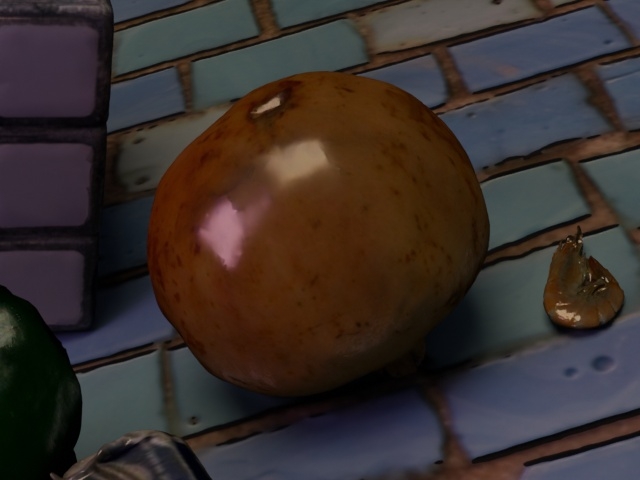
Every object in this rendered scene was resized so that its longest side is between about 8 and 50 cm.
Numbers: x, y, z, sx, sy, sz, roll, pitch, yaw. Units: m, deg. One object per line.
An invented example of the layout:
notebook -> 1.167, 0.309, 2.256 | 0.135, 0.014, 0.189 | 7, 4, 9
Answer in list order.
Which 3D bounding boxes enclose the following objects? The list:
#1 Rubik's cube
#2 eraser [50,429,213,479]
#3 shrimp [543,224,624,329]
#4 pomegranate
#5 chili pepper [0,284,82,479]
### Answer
Rubik's cube -> -0.337, -0.122, 1.130 | 0.303, 0.301, 0.305 | -1, 36, -17
eraser -> -0.045, 0.249, 0.745 | 0.101, 0.155, 0.332 | -26, 39, -17
shrimp -> 0.201, 0.031, 1.051 | 0.059, 0.023, 0.108 | 9, 42, 14
pomegranate -> 0.000, 0.000, 1.000 | 0.248, 0.248, 0.248 | -9, 38, 7
chili pepper -> -0.267, 0.159, 0.850 | 0.233, 0.249, 0.257 | -9, 31, 5
